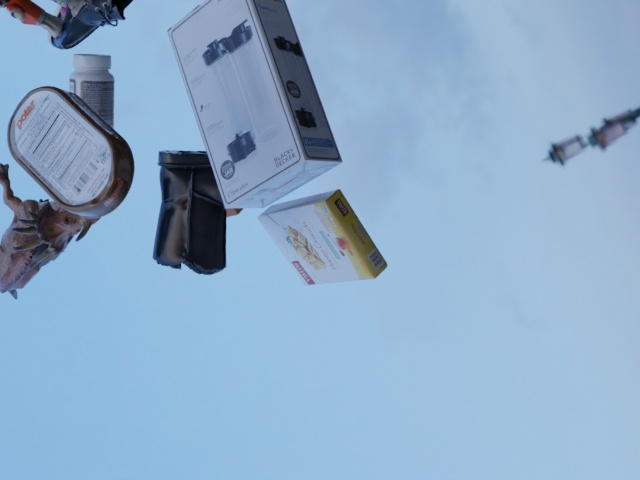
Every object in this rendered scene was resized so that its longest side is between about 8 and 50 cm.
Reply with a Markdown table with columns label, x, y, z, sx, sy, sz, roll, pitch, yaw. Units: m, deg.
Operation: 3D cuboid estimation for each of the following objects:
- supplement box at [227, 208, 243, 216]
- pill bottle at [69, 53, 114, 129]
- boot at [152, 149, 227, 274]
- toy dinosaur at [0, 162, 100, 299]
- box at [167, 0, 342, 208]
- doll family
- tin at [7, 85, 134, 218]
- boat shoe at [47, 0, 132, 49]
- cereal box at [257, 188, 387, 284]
| label | x | y | z | sx | sy | sz | roll | pitch | yaw |
| --- | --- | --- | --- | --- | --- | --- | --- | --- | --- |
| supplement box | -0.138 | -0.145 | 1.883 | 0.078 | 0.080 | 0.233 | 55 | -130 | -23 |
| pill bottle | -0.396 | -0.253 | 1.674 | 0.078 | 0.078 | 0.137 | -23 | -61 | -64 |
| boot | -0.164 | -0.047 | 1.656 | 0.094 | 0.246 | 0.207 | -86 | -2 | -79 |
| toy dinosaur | -0.485 | 0.013 | 1.596 | 0.127 | 0.296 | 0.200 | 10 | -148 | -39 |
| box | -0.096 | -0.209 | 1.373 | 0.087 | 0.169 | 0.290 | -4 | -110 | -52 |
| doll family | -0.483 | -0.450 | 1.639 | 0.163 | 0.118 | 0.263 | 30 | -161 | -26 |
| tin | -0.293 | -0.105 | 1.122 | 0.189 | 0.106 | 0.040 | 40 | -174 | 26 |
| boat shoe | -0.479 | -0.553 | 2.212 | 0.113 | 0.340 | 0.127 | 40 | 173 | 14 |
| cereal box | 0.000 | 0.000 | 1.797 | 0.047 | 0.240 | 0.173 | -43 | -73 | -30 |
